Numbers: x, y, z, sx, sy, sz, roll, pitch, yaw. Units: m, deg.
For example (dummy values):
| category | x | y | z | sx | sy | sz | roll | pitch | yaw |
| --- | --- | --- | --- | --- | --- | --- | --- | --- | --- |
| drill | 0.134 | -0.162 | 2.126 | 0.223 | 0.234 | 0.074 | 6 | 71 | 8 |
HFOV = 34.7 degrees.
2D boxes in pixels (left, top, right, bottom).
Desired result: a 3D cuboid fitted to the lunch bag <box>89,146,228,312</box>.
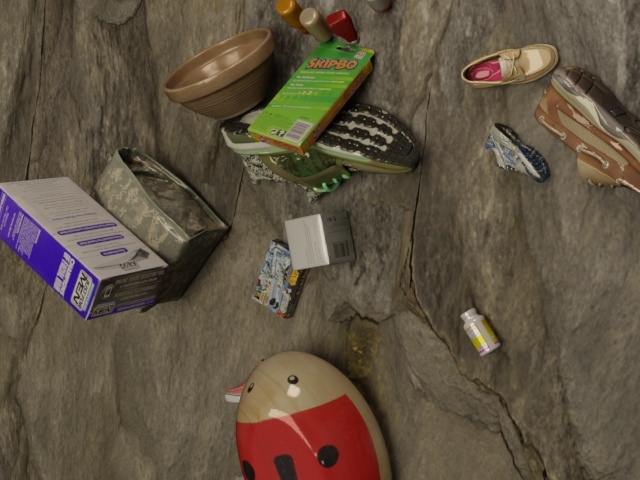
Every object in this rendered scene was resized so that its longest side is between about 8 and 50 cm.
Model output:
| category | x | y | z | sx | sy | sz | roll | pitch | yaw |
| --- | --- | --- | --- | --- | --- | --- | --- | --- | --- |
| lunch bag | -0.379 | -0.031 | 2.178 | 0.287 | 0.169 | 0.235 | 45 | 118 | 15 |

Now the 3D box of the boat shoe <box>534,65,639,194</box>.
| category | x | y | z | sx | sy | sz | roll | pitch | yaw |
| --- | --- | --- | --- | --- | --- | --- | --- | --- | --- |
| boat shoe | 0.474 | -0.140 | 1.647 | 0.324 | 0.123 | 0.116 | 52 | 127 | 24 |

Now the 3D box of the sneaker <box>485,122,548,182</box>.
| category | x | y | z | sx | sy | sz | roll | pitch | yaw |
| --- | --- | --- | --- | --- | --- | --- | --- | --- | --- |
| sneaker | 0.338 | -0.142 | 1.773 | 0.135 | 0.052 | 0.058 | 51 | 129 | 26 |

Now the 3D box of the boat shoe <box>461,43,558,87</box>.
| category | x | y | z | sx | sy | sz | roll | pitch | yaw |
| --- | --- | --- | --- | --- | --- | --- | --- | --- | --- |
| boat shoe | 0.320 | -0.295 | 1.751 | 0.170 | 0.059 | 0.063 | -13 | 89 | 34 |

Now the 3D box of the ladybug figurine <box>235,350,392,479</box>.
| category | x | y | z | sx | sy | sz | roll | pitch | yaw |
| --- | --- | --- | --- | --- | --- | --- | --- | --- | --- |
| ladybug figurine | -0.024 | 0.440 | 1.985 | 0.305 | 0.162 | 0.449 | -19 | 94 | 25 |

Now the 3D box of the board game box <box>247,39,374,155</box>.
| category | x | y | z | sx | sy | sz | roll | pitch | yaw |
| --- | --- | --- | --- | --- | --- | --- | --- | --- | --- |
| board game box | -0.011 | -0.271 | 1.898 | 0.124 | 0.039 | 0.259 | 21 | 64 | 32 |

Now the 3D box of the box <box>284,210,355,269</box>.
| category | x | y | z | sx | sy | sz | roll | pitch | yaw |
| --- | --- | --- | --- | --- | --- | --- | --- | --- | --- |
| box | 0.000 | 0.000 | 1.974 | 0.087 | 0.101 | 0.101 | -12 | 88 | 34 |

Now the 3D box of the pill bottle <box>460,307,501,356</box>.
| category | x | y | z | sx | sy | sz | roll | pitch | yaw |
| --- | --- | --- | --- | --- | --- | --- | --- | --- | --- |
| pill bottle | 0.286 | 0.164 | 1.844 | 0.043 | 0.043 | 0.083 | -37 | 76 | 31 |

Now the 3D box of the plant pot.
| category | x | y | z | sx | sy | sz | roll | pitch | yaw |
| --- | --- | --- | --- | --- | --- | --- | --- | --- | --- |
| plant pot | -0.180 | -0.311 | 2.003 | 0.237 | 0.237 | 0.109 | -10 | 121 | 34 |

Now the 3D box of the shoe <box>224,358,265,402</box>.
| category | x | y | z | sx | sy | sz | roll | pitch | yaw |
| --- | --- | --- | --- | --- | --- | --- | --- | --- | --- |
| shoe | -0.124 | 0.287 | 2.120 | 0.178 | 0.063 | 0.081 | -10 | 89 | 28 |

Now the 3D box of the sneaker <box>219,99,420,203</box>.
| category | x | y | z | sx | sy | sz | roll | pitch | yaw |
| --- | --- | --- | --- | --- | --- | --- | --- | --- | --- |
| sneaker | 0.009 | -0.156 | 1.957 | 0.410 | 0.158 | 0.182 | 12 | 134 | 30 |

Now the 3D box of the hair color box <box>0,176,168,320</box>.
| category | x | y | z | sx | sy | sz | roll | pitch | yaw |
| --- | --- | --- | --- | --- | --- | --- | --- | --- | --- |
| hair color box | -0.489 | 0.008 | 2.049 | 0.339 | 0.185 | 0.110 | 37 | 117 | 27 |

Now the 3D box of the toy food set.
| category | x | y | z | sx | sy | sz | roll | pitch | yaw |
| --- | --- | --- | --- | --- | --- | --- | --- | --- | --- |
| toy food set | 0.047 | -0.436 | 1.909 | 0.232 | 0.104 | 0.111 | -24 | 69 | 15 |

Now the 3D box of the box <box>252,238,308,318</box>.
| category | x | y | z | sx | sy | sz | roll | pitch | yaw |
| --- | --- | --- | --- | --- | --- | --- | --- | --- | --- |
| box | -0.079 | 0.078 | 2.080 | 0.094 | 0.027 | 0.137 | 30 | 112 | 28 |
